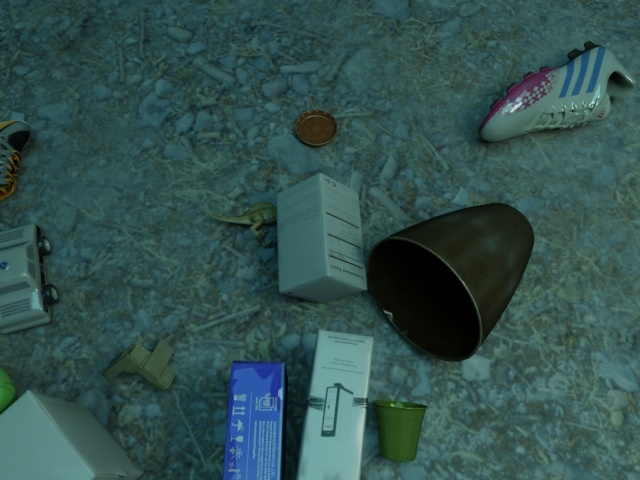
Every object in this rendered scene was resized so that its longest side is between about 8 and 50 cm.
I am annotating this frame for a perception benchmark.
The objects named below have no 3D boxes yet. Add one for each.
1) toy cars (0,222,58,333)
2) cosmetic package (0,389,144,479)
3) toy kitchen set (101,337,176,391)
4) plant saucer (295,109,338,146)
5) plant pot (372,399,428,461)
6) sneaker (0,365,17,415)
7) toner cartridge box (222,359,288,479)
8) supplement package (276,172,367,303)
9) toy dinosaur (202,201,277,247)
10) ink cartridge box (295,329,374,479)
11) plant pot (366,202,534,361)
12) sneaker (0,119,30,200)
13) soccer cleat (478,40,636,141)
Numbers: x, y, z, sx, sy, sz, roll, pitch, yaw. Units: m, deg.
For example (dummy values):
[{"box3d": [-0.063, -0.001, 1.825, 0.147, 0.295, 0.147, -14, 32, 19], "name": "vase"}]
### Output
[{"box3d": [-0.552, 0.138, 0.832, 0.177, 0.087, 0.393, 22, 68, 8], "name": "toy cars"}, {"box3d": [-0.437, 0.388, 0.670, 0.155, 0.197, 0.365, 40, 70, 16], "name": "cosmetic package"}, {"box3d": [-0.283, 0.201, 0.844, 0.083, 0.075, 0.068, 45, 28, -16], "name": "toy kitchen set"}, {"box3d": [-0.008, -0.219, 1.031, 0.084, 0.013, 0.083, 0, 66, -1], "name": "plant saucer"}, {"box3d": [0.118, 0.286, 0.788, 0.083, 0.083, 0.079, 4, 79, 1], "name": "plant pot"}, {"box3d": [-0.627, 0.262, 0.691, 0.483, 0.185, 0.202, -32, 79, 1], "name": "sneaker"}, {"box3d": [-0.087, 0.350, 0.707, 0.075, 0.165, 0.347, 1, 68, 0], "name": "toner cartridge box"}, {"box3d": [0.000, 0.000, 0.868, 0.105, 0.105, 0.179, -20, 62, 36], "name": "supplement package"}, {"box3d": [-0.110, -0.035, 0.941, 0.183, 0.053, 0.092, -14, 52, -14], "name": "toy dinosaur"}, {"box3d": [0.019, 0.247, 0.760, 0.086, 0.148, 0.203, 8, 68, 1], "name": "ink cartridge box"}, {"box3d": [0.230, 0.037, 0.839, 0.230, 0.215, 0.215, -33, 70, -30], "name": "plant pot"}, {"box3d": [-0.588, -0.124, 0.955, 0.083, 0.084, 0.214, 27, 72, -4], "name": "sneaker"}, {"box3d": [0.459, -0.262, 0.999, 0.331, 0.116, 0.143, -33, 71, -14], "name": "soccer cleat"}]
